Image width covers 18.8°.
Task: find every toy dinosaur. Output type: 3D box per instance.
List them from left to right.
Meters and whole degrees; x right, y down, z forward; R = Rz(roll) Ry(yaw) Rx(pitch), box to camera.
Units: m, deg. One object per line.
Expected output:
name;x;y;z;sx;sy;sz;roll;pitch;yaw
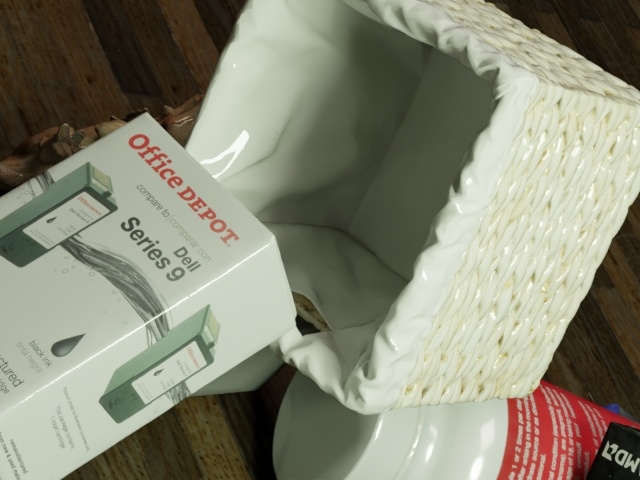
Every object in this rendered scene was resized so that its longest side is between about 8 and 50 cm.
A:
toy dinosaur;-0.230;-0.072;1.880;0.295;0.127;0.200;0;16;-20

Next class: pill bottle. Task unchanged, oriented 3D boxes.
pill bottle;0.163;0.236;1.910;0.407;0.229;0.229;25;39;-31

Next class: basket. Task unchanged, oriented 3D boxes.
basket;0.079;-0.055;1.735;0.266;0.331;0.328;8;22;-47

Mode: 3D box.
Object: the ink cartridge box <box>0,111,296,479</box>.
ink cartridge box;-0.197;0.050;1.607;0.289;0.122;0.211;-33;51;-18

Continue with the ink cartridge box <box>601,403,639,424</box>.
ink cartridge box;0.390;0.310;2.246;0.332;0.065;0.165;35;36;-16

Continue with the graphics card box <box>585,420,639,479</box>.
graphics card box;0.305;0.376;1.834;0.232;0.371;0.094;20;5;-34

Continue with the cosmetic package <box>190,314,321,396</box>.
cosmetic package;-0.122;0.081;1.844;0.238;0.127;0.107;-3;57;-52
